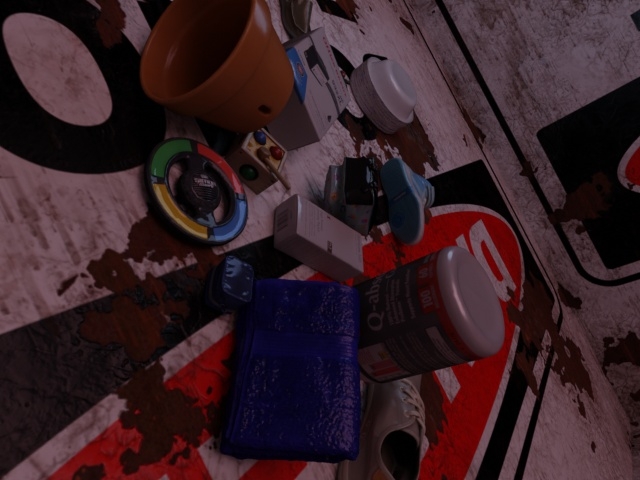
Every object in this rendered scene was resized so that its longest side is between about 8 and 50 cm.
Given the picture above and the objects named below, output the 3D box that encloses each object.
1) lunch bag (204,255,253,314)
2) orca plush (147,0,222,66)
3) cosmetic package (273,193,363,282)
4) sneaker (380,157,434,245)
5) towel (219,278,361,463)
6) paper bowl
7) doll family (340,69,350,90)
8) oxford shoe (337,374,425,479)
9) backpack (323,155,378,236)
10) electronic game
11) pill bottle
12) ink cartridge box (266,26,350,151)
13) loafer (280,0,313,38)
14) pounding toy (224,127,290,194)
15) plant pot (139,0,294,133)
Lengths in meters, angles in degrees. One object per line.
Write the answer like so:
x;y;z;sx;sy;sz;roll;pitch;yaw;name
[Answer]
-0.167;0.086;0.842;0.067;0.065;0.099;33;38;-30;lunch bag
-0.263;-0.478;1.072;0.287;0.102;0.151;58;35;-6;orca plush
0.000;0.000;1.099;0.231;0.085;0.117;28;47;-37;cosmetic package
0.321;-0.112;1.548;0.208;0.127;0.319;20;53;-42;sneaker
-0.044;0.207;0.796;0.076;0.227;0.308;84;7;-55;towel
0.254;-0.557;1.748;0.284;0.148;0.284;30;47;-38;paper bowl
0.010;-0.524;1.479;0.193;0.076;0.112;18;58;-41;doll family
0.175;0.383;1.023;0.169;0.130;0.449;53;34;-10;oxford shoe
0.080;-0.103;1.205;0.188;0.144;0.166;79;8;-52;backpack
-0.232;-0.096;0.899;0.229;0.048;0.229;30;46;-36;electronic game
0.153;0.168;0.933;0.210;0.362;0.210;31;45;-37;pill bottle
-0.048;-0.405;1.230;0.223;0.128;0.307;64;31;-26;ink cartridge box
-0.073;-0.753;1.514;0.094;0.087;0.251;8;61;-49;loafer
-0.130;-0.176;1.037;0.130;0.100;0.141;41;39;-26;pounding toy
-0.190;-0.355;0.949;0.203;0.290;0.291;32;43;-54;plant pot
